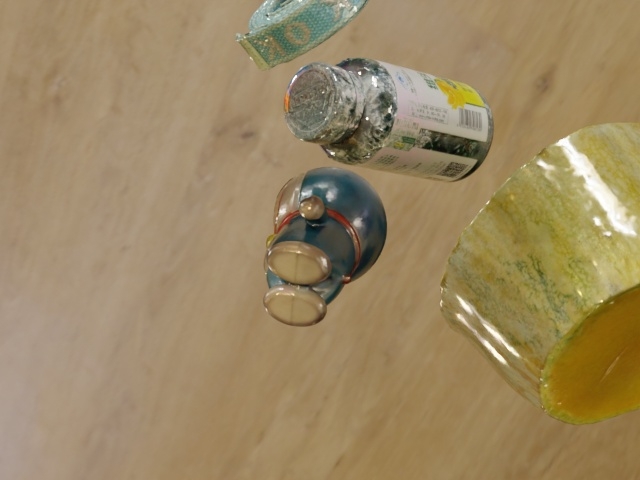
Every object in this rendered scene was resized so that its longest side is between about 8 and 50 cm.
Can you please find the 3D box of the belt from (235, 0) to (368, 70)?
[{"bbox_3d":[-0.014,-0.310,1.827,0.163,0.147,0.082,-16,121,39],"label":"belt"}]

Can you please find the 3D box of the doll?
[{"bbox_3d":[0.000,0.000,0.953,0.085,0.152,0.114,12,119,9],"label":"doll"}]

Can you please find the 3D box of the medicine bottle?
[{"bbox_3d":[0.088,-0.160,1.768,0.141,0.293,0.141,-6,82,45],"label":"medicine bottle"}]

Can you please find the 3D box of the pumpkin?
[{"bbox_3d":[0.319,0.051,1.489,0.199,0.332,0.332,54,141,41],"label":"pumpkin"}]
